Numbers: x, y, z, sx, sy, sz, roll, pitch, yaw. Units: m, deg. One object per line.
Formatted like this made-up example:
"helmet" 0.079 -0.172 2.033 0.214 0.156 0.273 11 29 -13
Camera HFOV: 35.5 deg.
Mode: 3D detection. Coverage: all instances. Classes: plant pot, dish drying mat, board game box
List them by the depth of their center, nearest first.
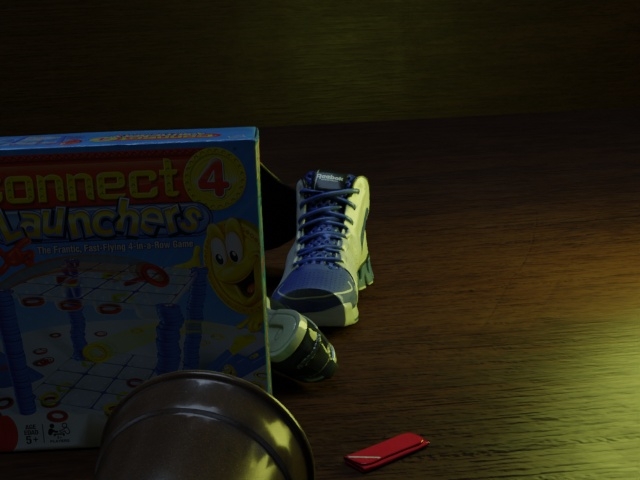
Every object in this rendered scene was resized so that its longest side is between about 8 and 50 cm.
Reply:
"plant pot" -0.096 0.201 0.682 0.167 0.167 0.165 0 22 8
"dish drying mat" 0.063 0.199 0.945 0.083 0.008 0.032 -13 17 -37
"board game box" -0.206 0.048 0.986 0.308 0.302 0.086 -3 14 -2

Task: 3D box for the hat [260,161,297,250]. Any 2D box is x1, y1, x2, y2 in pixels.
"hat" -0.187 -0.010 1.460 0.331 0.331 0.134 3 59 2

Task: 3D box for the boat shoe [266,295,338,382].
"boat shoe" -0.052 0.118 1.190 0.079 0.084 0.233 33 -8 -22

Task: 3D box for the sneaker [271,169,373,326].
"sneaker" 0.000 0.000 1.389 0.127 0.182 0.315 -1 14 11
